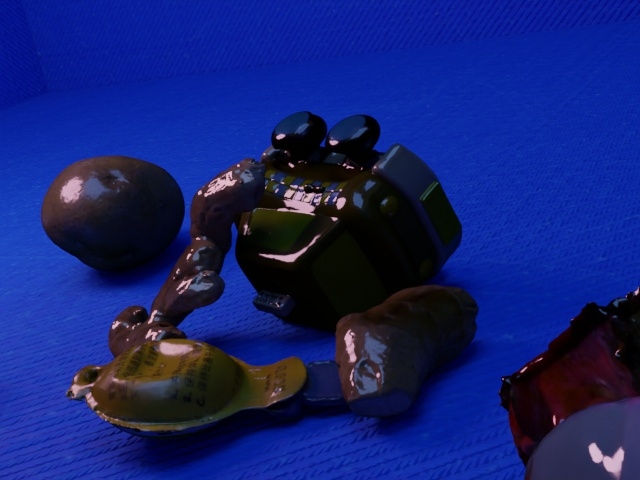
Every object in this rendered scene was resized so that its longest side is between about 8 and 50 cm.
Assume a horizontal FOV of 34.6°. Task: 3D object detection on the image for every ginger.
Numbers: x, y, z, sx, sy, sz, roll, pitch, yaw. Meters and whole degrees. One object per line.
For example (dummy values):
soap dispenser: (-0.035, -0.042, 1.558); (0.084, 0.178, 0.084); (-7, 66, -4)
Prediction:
ginger: (-0.127, 0.037, 1.027); (0.258, 0.065, 0.149); (-50, 29, 18)
ginger: (0.069, 0.091, 0.880); (0.095, 0.069, 0.190); (13, 28, 36)

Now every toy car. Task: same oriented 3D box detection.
toy car: (0.000, 0.000, 1.073); (0.248, 0.204, 0.198); (12, 52, 48)

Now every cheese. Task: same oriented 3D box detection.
cheese: (-0.092, 0.128, 0.893); (0.250, 0.064, 0.156); (-1, 20, 3)

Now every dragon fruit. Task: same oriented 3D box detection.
dragon fruit: (0.210, 0.110, 0.598); (0.189, 0.163, 0.262); (39, 12, 38)

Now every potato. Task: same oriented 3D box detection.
potato: (-0.275, -0.039, 1.381); (0.178, 0.160, 0.235); (25, 0, -7)

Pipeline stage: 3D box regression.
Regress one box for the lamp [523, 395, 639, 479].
lamp: (0.129, 0.186, 0.385); (0.301, 0.247, 0.247); (-25, 52, -17)
